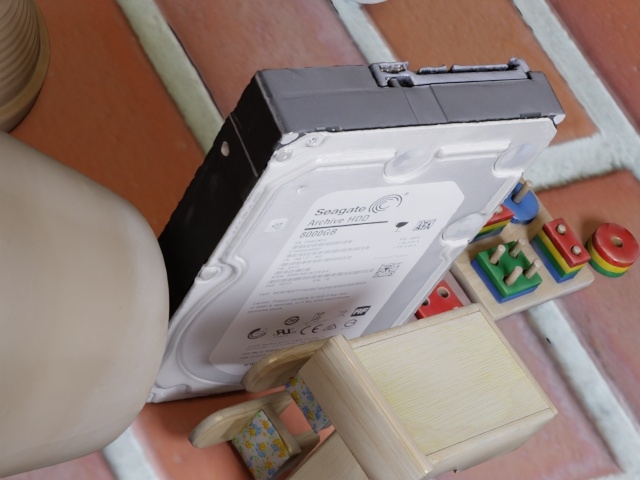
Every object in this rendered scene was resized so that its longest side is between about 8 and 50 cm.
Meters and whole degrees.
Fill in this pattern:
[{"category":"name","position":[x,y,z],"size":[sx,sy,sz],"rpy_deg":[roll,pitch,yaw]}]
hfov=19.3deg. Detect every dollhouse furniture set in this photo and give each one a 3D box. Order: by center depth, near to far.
[{"category":"dollhouse furniture set","position":[0.020,0.164,1.302],"size":[0.161,0.242,0.212],"rpy_deg":[-12,61,-50]}]

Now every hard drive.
[{"category":"hard drive","position":[0.000,0.000,1.362],"size":[0.236,0.339,0.064],"rpy_deg":[-6,57,-33]}]

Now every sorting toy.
[{"category":"sorting toy","position":[0.161,-0.005,1.658],"size":[0.274,0.046,0.132],"rpy_deg":[-17,64,-37]}]

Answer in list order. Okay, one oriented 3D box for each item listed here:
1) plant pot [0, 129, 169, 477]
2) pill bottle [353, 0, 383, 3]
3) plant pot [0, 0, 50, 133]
[{"category":"plant pot","position":[-0.266,0.040,1.241],"size":[0.280,0.323,0.323],"rpy_deg":[10,48,-44]},{"category":"pill bottle","position":[0.064,-0.305,1.818],"size":[0.087,0.087,0.160],"rpy_deg":[31,45,-3]},{"category":"plant pot","position":[-0.321,-0.192,1.501],"size":[0.237,0.110,0.237],"rpy_deg":[16,48,-18]}]
